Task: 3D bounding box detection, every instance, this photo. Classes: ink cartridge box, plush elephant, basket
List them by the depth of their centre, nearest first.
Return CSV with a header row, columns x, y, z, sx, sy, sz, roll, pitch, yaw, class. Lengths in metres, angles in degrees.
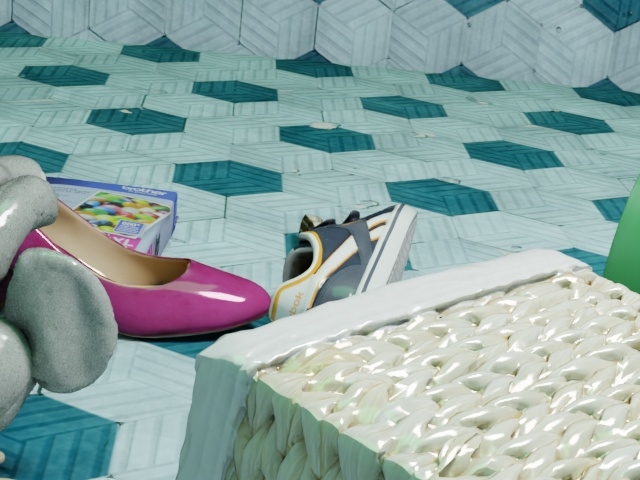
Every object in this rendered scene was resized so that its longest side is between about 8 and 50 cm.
x,y,z,sx,sy,sz,roll,pitch,yaw,class
0.110,0.213,0.786,0.266,0.328,0.331,25,25,35,basket
-0.329,0.068,1.205,0.271,0.255,0.330,-21,0,-14,plush elephant
-0.289,-0.018,1.767,0.185,0.065,0.311,7,17,2,ink cartridge box

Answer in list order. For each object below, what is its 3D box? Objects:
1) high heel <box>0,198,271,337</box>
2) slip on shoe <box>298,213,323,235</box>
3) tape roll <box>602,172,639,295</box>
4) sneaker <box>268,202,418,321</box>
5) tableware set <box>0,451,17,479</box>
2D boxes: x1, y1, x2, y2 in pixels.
x,y,z,sx,sy,sz,roll,pitch,yaw,class
-0.237,0.000,1.528,0.377,0.181,0.127,5,18,-5,high heel
0.000,0.000,1.829,0.041,0.051,0.135,15,10,-11,slip on shoe
0.358,0.045,1.366,0.077,0.321,0.321,17,21,29,tape roll
0.032,0.027,1.625,0.127,0.126,0.321,15,21,9,sneaker
-0.287,0.236,1.034,0.194,0.039,0.128,-19,42,-41,tableware set
